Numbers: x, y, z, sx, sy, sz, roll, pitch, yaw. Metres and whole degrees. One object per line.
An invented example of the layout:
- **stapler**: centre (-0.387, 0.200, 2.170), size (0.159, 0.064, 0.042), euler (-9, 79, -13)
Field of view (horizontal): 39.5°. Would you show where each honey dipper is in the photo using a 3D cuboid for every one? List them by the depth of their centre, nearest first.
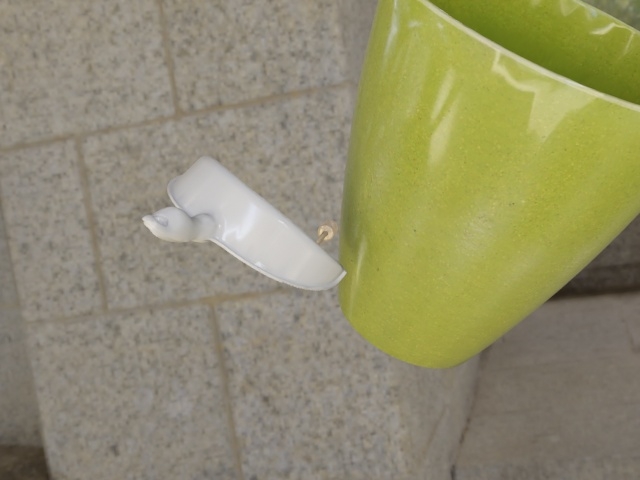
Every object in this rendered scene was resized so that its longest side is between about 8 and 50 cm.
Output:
- **honey dipper**: centre (0.000, 0.000, 1.530), size (0.030, 0.031, 0.161), euler (-8, 15, 15)

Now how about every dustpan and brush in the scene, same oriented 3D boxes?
- **dustpan and brush**: centre (-0.067, -0.013, 0.629), size (0.060, 0.147, 0.211), euler (-51, -14, 0)

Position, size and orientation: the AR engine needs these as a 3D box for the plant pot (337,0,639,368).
- **plant pot**: centre (0.130, -0.046, 0.744), size (0.274, 0.294, 0.275), euler (17, 31, -10)
